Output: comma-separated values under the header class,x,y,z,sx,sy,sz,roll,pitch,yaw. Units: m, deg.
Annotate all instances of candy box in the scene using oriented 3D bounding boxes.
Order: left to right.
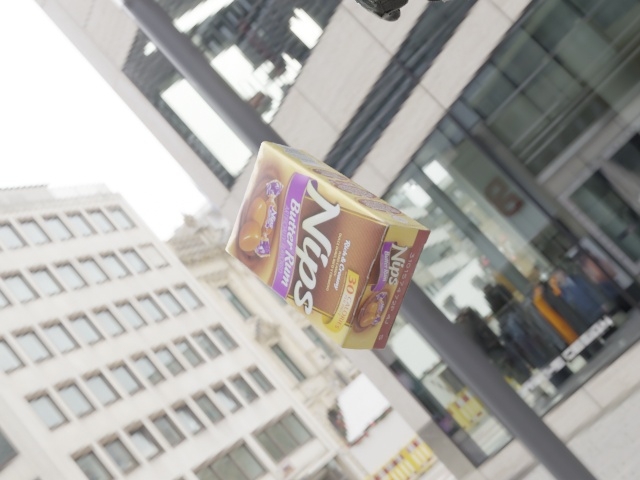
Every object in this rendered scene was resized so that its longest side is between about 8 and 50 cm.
class,x,y,z,sx,sy,sz,roll,pitch,yaw
candy box,0.000,0.000,0.809,0.053,0.186,0.109,7,-70,-41

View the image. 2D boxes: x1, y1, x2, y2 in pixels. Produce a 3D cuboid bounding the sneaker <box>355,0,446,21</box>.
class,x,y,z,sx,sy,sz,roll,pitch,yaw
sneaker,0.107,-0.236,0.733,0.234,0.106,0.078,-32,-11,-18
